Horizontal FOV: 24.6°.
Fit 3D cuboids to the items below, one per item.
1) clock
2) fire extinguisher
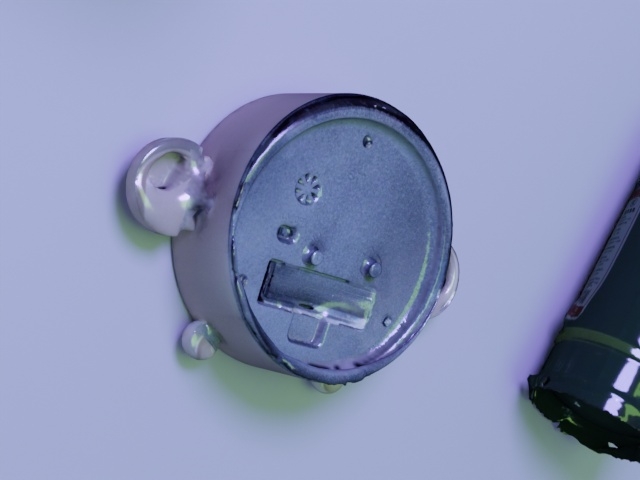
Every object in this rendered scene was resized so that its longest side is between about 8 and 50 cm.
[{"bbox_3d":[0.000,0.000,0.773,0.229,0.063,0.155,21,81,-37],"label":"clock"},{"bbox_3d":[0.235,-0.004,0.949,0.294,0.093,0.118,-60,152,-18],"label":"fire extinguisher"}]
